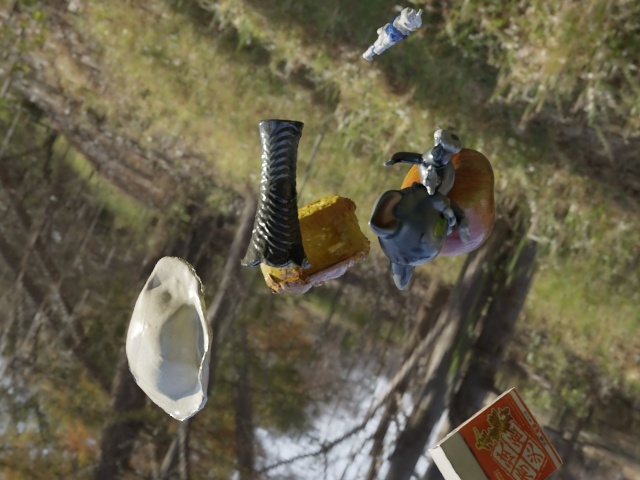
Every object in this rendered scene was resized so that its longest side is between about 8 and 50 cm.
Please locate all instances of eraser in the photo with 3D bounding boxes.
[{"bbox_3d":[0.300,0.366,1.668,0.230,0.038,0.157,-25,-100,-41],"label":"eraser"}]

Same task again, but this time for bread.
[{"bbox_3d":[0.004,0.001,1.931,0.261,0.160,0.147,-23,-176,-42],"label":"bread"}]

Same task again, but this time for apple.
[{"bbox_3d":[0.230,-0.068,1.760,0.173,0.195,0.160,0,-175,28],"label":"apple"}]

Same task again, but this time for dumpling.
[{"bbox_3d":[-0.311,0.226,2.165,0.260,0.341,0.181,33,-175,39],"label":"dumpling"}]

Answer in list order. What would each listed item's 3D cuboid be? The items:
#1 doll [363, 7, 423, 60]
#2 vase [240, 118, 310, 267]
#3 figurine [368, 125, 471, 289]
[{"bbox_3d":[0.174,-0.481,2.273,0.057,0.114,0.227,39,160,-11],"label":"doll"},{"bbox_3d":[-0.070,-0.075,1.595,0.116,0.237,0.115,1,178,0],"label":"vase"},{"bbox_3d":[0.161,-0.078,1.576,0.140,0.265,0.193,-3,154,16],"label":"figurine"}]
